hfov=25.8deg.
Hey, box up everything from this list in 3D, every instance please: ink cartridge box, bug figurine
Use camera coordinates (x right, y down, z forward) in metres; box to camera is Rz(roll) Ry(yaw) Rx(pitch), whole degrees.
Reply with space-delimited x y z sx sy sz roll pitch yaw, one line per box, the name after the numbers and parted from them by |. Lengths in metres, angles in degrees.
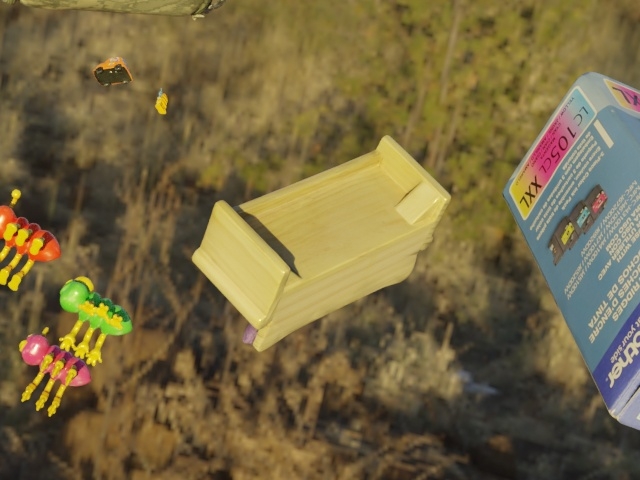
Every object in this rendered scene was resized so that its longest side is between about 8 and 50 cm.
0.335 0.048 1.113 0.270 0.151 0.395 20 28 -19 | ink cartridge box
-0.331 0.079 1.583 0.216 0.279 0.072 35 40 -7 | bug figurine

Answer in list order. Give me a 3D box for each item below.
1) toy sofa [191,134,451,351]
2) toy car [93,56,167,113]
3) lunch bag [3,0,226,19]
0.000 0.000 1.997 0.362 0.177 0.150 -24 60 -39 | toy sofa
-0.290 -0.238 2.143 0.060 0.040 0.122 -19 -46 31 | toy car
-0.263 -0.399 1.793 0.305 0.256 0.212 0 63 -17 | lunch bag
